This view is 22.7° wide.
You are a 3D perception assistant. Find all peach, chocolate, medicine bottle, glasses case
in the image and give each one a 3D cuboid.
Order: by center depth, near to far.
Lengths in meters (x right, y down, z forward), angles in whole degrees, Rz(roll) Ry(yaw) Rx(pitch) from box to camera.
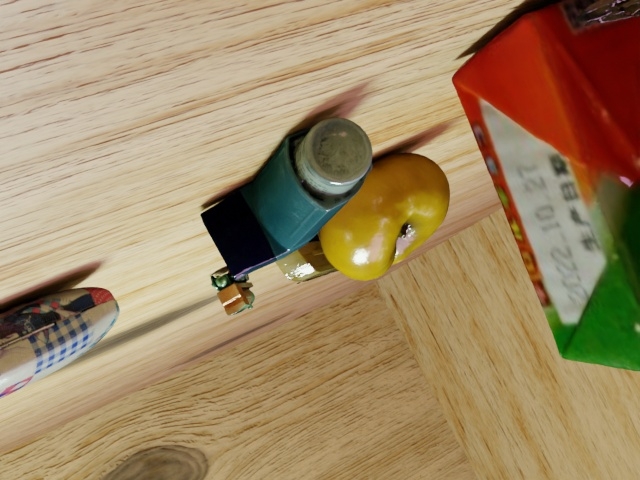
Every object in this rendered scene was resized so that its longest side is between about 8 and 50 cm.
[{"bbox_3d":[-0.027,-0.042,1.500,0.124,0.079,0.258,-25,174,-21],"label":"medicine bottle"},{"bbox_3d":[0.327,-0.084,1.531,0.360,0.341,0.161,-25,-176,-38],"label":"chocolate"},{"bbox_3d":[-0.343,0.126,1.550,0.327,0.076,0.125,-25,173,-32],"label":"glasses case"},{"bbox_3d":[0.074,-0.028,1.924,0.179,0.103,0.179,-37,160,-15],"label":"peach"}]

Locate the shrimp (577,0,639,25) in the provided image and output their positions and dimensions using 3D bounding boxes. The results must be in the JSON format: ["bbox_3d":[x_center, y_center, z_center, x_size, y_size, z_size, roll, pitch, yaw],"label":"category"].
[{"bbox_3d":[0.353,-0.217,1.295,0.296,0.169,0.058,-31,145,24],"label":"shrimp"}]

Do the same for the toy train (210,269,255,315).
[{"bbox_3d":[-0.118,0.069,2.226,0.044,0.064,0.103,-30,174,10],"label":"toy train"}]

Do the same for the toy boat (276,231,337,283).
[{"bbox_3d":[0.000,0.000,2.018,0.068,0.088,0.226,-22,176,26],"label":"toy boat"}]
